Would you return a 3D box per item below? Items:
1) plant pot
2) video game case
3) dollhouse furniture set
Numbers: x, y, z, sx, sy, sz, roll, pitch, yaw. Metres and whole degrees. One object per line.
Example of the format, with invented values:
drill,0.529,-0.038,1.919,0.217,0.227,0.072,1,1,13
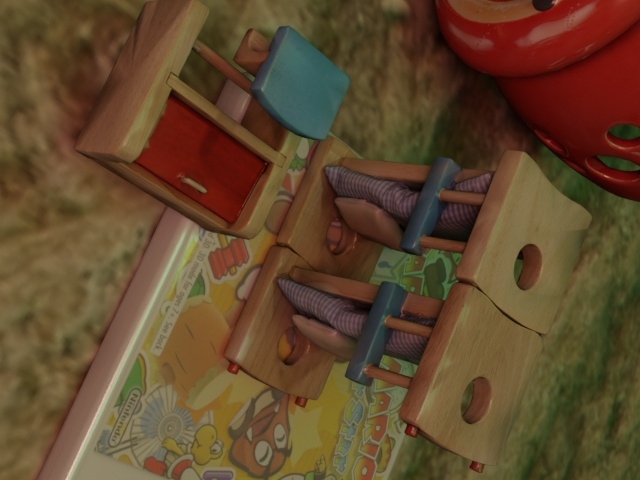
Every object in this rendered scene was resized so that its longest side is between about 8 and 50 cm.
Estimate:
plant pot,0.177,-0.139,0.578,0.174,0.191,0.191,29,76,-38
video game case,-0.017,0.061,0.539,0.206,0.026,0.227,34,73,-40
dollhouse furniture set,0.000,0.000,0.439,0.184,0.129,0.129,34,74,-41
